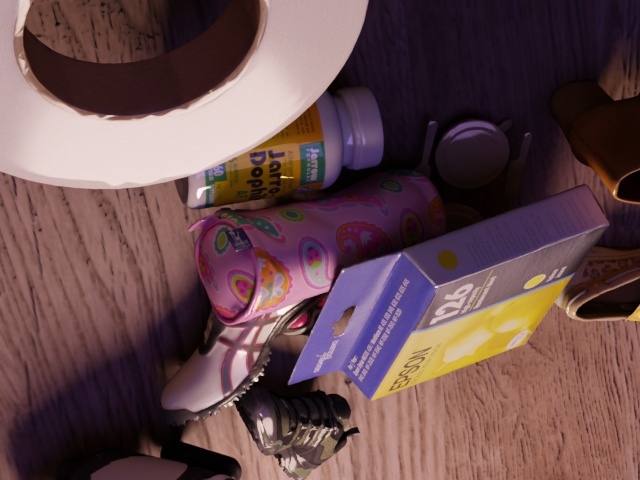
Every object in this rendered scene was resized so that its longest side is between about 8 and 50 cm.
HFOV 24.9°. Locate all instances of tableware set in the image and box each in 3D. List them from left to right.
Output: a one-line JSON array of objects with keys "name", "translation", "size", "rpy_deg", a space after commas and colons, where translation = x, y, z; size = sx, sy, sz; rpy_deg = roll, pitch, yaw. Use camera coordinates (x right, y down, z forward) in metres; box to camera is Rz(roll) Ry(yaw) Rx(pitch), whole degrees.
[{"name": "tableware set", "translation": [0.159, -0.056, 1.661], "size": [0.128, 0.039, 0.194], "rpy_deg": [6, 118, -13]}]

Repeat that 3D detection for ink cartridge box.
[{"name": "ink cartridge box", "translation": [0.138, 0.077, 1.622], "size": [0.307, 0.072, 0.303], "rpy_deg": [-21, 158, -22]}]

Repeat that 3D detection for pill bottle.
[{"name": "pill bottle", "translation": [-0.047, -0.103, 1.497], "size": [0.208, 0.117, 0.118], "rpy_deg": [-10, 127, -14]}]

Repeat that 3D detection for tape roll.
[{"name": "tape roll", "translation": [-0.152, -0.193, 1.183], "size": [0.392, 0.072, 0.392], "rpy_deg": [-13, 143, -10]}]

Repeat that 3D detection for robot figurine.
[{"name": "robot figurine", "translation": [-0.197, 0.336, 1.682], "size": [0.173, 0.278, 0.209], "rpy_deg": [28, 73, -64]}]

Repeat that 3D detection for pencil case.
[{"name": "pencil case", "translation": [0.000, 0.000, 1.538], "size": [0.284, 0.124, 0.124], "rpy_deg": [-14, 131, -36]}]

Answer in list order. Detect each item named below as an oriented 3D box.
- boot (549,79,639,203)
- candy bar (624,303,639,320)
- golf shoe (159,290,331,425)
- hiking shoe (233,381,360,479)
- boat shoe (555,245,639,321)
[{"name": "boot", "translation": [0.416, -0.116, 1.600], "size": [0.295, 0.211, 0.104], "rpy_deg": [-10, 128, -14]}, {"name": "candy bar", "translation": [0.444, 0.085, 1.779], "size": [0.161, 0.018, 0.040], "rpy_deg": [2, 137, -29]}, {"name": "golf shoe", "translation": [-0.095, 0.094, 1.651], "size": [0.273, 0.105, 0.120], "rpy_deg": [-42, 113, 4]}, {"name": "hiking shoe", "translation": [-0.027, 0.208, 1.740], "size": [0.114, 0.086, 0.227], "rpy_deg": [-33, 151, 1]}, {"name": "boat shoe", "translation": [0.414, 0.060, 1.805], "size": [0.285, 0.089, 0.105], "rpy_deg": [-6, 125, -17]}]
